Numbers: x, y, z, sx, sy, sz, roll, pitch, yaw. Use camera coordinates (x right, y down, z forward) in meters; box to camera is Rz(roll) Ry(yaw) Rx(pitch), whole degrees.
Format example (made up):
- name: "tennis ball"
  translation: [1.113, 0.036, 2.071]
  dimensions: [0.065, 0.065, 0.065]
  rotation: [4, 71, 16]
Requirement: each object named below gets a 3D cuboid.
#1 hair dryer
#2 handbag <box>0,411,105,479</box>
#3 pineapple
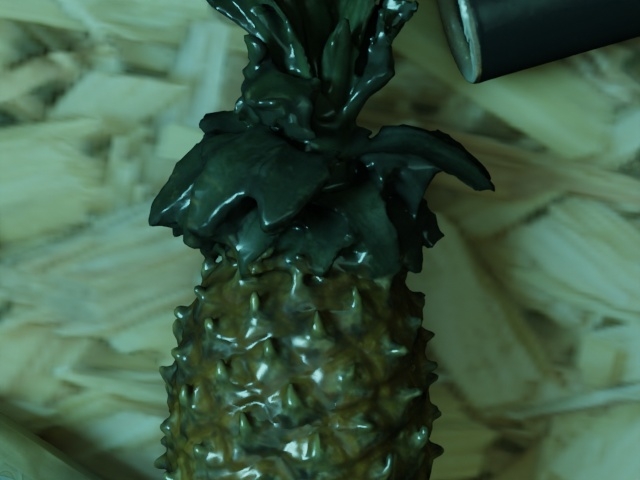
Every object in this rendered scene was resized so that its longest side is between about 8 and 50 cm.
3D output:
- name: "hair dryer"
  translation: [0.107, -0.216, 0.750]
  dimensions: [0.128, 0.070, 0.255]
  rotation: [-14, 99, -3]
- name: "handbag"
  translation: [-0.152, 0.169, 0.793]
  dimensions: [0.173, 0.095, 0.117]
  rotation: [34, 102, -4]
- name: "pineapple"
  translation: [0.000, 0.000, 0.753]
  dimensions: [0.170, 0.141, 0.310]
  rotation: [1, 95, -1]
